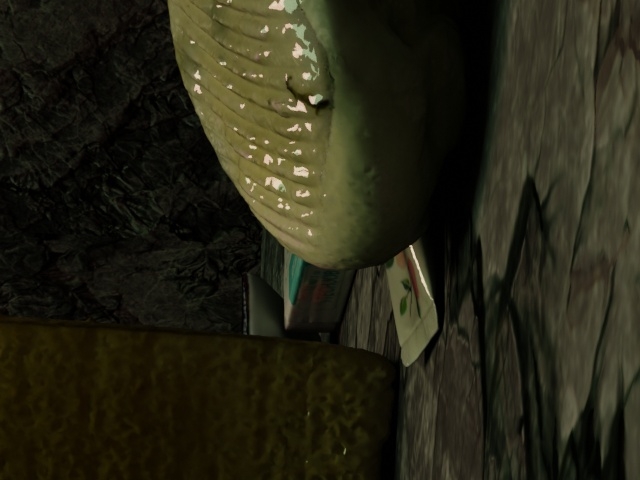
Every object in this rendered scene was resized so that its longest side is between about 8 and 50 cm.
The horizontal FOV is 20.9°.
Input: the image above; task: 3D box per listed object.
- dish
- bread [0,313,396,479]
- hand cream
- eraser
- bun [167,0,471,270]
[{"bbox_3d":[-0.030,0.156,1.564,0.243,0.080,0.182,-103,13,-66],"label":"dish"},{"bbox_3d":[-0.095,0.143,1.086,0.114,0.275,0.185,171,103,-86],"label":"bread"},{"bbox_3d":[0.044,-0.053,0.942,0.080,0.050,0.234,114,153,-68],"label":"hand cream"},{"bbox_3d":[0.000,0.000,1.457,0.225,0.052,0.095,105,165,-69],"label":"eraser"},{"bbox_3d":[0.003,-0.107,0.853,0.210,0.116,0.237,-165,63,-66],"label":"bun"}]
